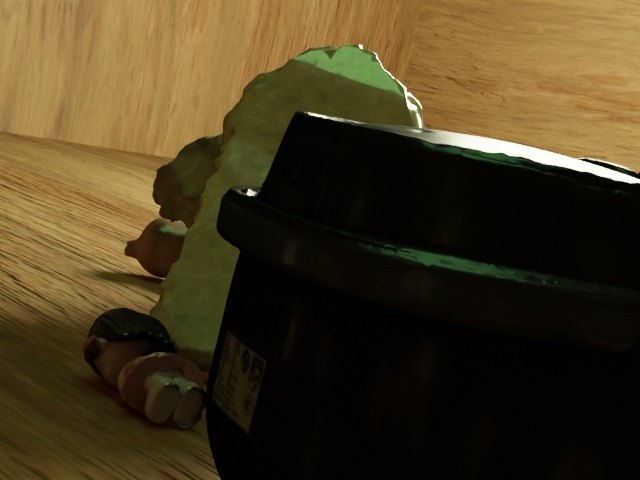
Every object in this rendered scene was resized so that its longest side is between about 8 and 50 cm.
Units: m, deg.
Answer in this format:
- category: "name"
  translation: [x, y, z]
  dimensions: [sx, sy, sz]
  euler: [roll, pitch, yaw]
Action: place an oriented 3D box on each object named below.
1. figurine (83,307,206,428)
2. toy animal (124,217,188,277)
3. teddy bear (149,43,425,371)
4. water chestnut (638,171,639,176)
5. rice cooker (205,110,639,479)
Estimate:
- category: "figurine"
  translation: [-0.114, 0.084, 0.832]
  dimensions: [0.072, 0.054, 0.129]
  euler: [13, 7, -33]
- category: "toy animal"
  translation: [-0.141, 0.011, 1.338]
  dimensions: [0.150, 0.083, 0.089]
  euler: [-2, -23, 6]
- category: "teddy bear"
  translation: [0.000, 0.000, 1.141]
  dimensions: [0.327, 0.375, 0.362]
  euler: [11, -22, 1]
- category: "water chestnut"
  translation: [0.330, 0.039, 0.732]
  dimensions: [0.335, 0.335, 0.347]
  euler: [16, 44, 39]
- category: "rice cooker"
  translation: [0.067, 0.059, 0.611]
  dimensions: [0.267, 0.224, 0.267]
  euler: [13, 7, -2]
